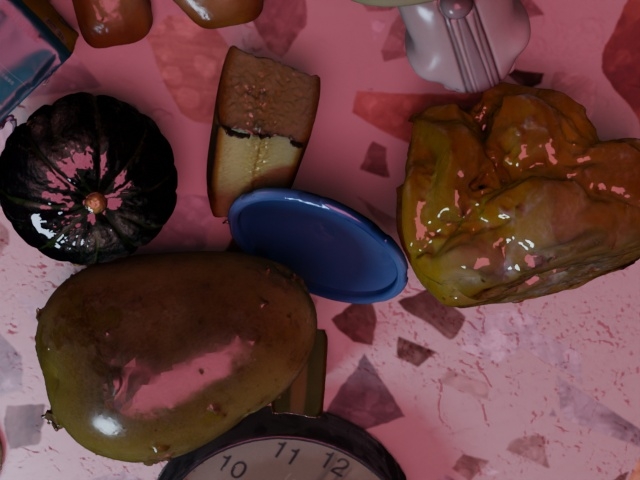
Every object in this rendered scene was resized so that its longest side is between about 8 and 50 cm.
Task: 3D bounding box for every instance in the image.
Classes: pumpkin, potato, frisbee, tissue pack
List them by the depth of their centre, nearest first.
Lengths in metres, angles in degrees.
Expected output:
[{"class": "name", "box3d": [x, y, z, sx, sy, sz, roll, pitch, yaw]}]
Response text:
[{"class": "tissue pack", "box3d": [-0.446, -0.271, 1.795, 0.192, 0.134, 0.271, -39, 106, 12]}, {"class": "pumpkin", "box3d": [-0.286, -0.075, 1.850, 0.220, 0.162, 0.220, -7, 117, -14]}, {"class": "frisbee", "box3d": [0.000, 0.000, 1.889, 0.242, 0.045, 0.242, 17, 152, 9]}, {"class": "potato", "box3d": [-0.179, 0.146, 1.898, 0.359, 0.219, 0.269, -8, 88, 7]}]

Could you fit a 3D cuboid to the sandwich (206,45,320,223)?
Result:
[{"class": "sandwich", "box3d": [-0.081, -0.121, 1.865, 0.122, 0.128, 0.235, 13, 153, -5]}]

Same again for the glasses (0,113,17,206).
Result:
[{"class": "glasses", "box3d": [-0.412, -0.084, 1.905, 0.140, 0.062, 0.104, -33, 109, 12]}]

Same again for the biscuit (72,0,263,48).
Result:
[{"class": "biscuit", "box3d": [-0.203, -0.381, 1.795, 0.237, 0.062, 0.290, -8, 112, 2]}]

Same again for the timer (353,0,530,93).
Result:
[{"class": "timer", "box3d": [0.144, -0.312, 1.735, 0.291, 0.291, 0.315, -19, 125, 7]}]

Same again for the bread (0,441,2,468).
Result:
[{"class": "bread", "box3d": [-0.508, 0.264, 2.050, 0.193, 0.036, 0.112, 35, 106, -13]}]

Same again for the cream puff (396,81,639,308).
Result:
[{"class": "cream puff", "box3d": [0.251, -0.066, 1.831, 0.324, 0.291, 0.257, -23, 80, 23]}]

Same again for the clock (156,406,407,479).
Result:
[{"class": "clock", "box3d": [-0.052, 0.416, 2.087, 0.386, 0.076, 0.386, 0, 111, 0]}]

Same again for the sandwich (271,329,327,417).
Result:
[{"class": "sandwich", "box3d": [-0.028, 0.171, 1.974, 0.074, 0.116, 0.074, 6, 111, -3]}]
